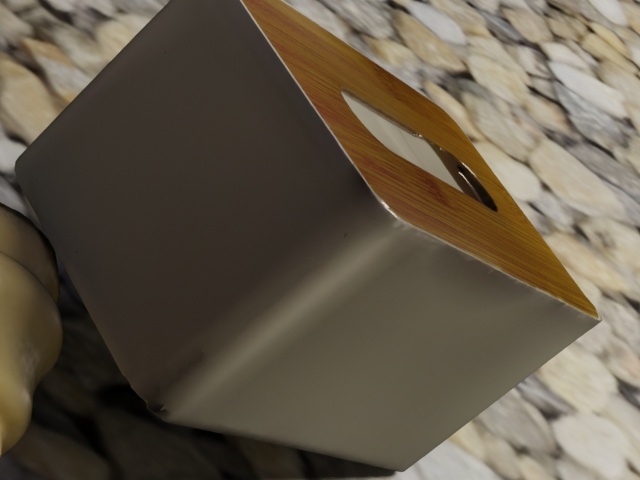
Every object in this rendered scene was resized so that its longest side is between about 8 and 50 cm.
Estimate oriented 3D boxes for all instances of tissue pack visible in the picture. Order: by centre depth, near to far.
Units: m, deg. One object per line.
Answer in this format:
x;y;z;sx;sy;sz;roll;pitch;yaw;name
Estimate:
0.001;0.001;0.750;0.246;0.136;0.159;22;30;-58;tissue pack

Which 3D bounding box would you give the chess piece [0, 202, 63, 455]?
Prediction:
-0.160;0.122;0.588;0.139;0.124;0.307;43;25;-46;chess piece
